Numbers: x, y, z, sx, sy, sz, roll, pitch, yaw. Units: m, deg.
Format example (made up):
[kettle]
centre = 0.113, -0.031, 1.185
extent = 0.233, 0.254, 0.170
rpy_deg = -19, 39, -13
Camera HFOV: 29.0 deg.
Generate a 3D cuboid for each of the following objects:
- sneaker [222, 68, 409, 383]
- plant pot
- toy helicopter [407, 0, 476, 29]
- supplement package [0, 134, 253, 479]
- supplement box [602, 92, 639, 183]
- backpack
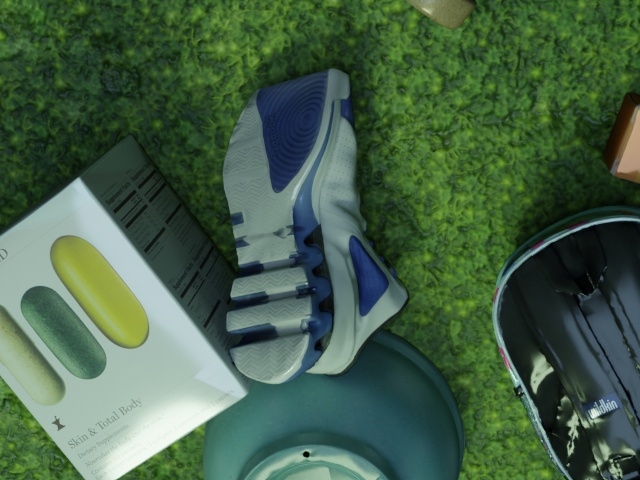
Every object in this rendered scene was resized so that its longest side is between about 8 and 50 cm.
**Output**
[sneaker]
centre = 0.000, 0.001, 1.265
extent = 0.127, 0.182, 0.316
rpy_deg = -7, 72, 34
[plant pot]
centre = 0.006, 0.252, 1.306
extent = 0.292, 0.196, 0.293
rpy_deg = 2, 106, 6
[toy helicopter]
centre = -0.008, -0.306, 1.121
extent = 0.355, 0.235, 0.140
rpy_deg = 34, 106, -5
[supplement package]
centre = -0.212, 0.069, 1.270
extent = 0.199, 0.198, 0.263
rpy_deg = -34, 100, 14
[supplement box]
centre = 0.407, -0.074, 1.233
extent = 0.233, 0.080, 0.078
rpy_deg = 18, 108, 2
[backpack]
centre = 0.293, 0.093, 1.231
extent = 0.225, 0.191, 0.254
rpy_deg = -29, 97, 15
